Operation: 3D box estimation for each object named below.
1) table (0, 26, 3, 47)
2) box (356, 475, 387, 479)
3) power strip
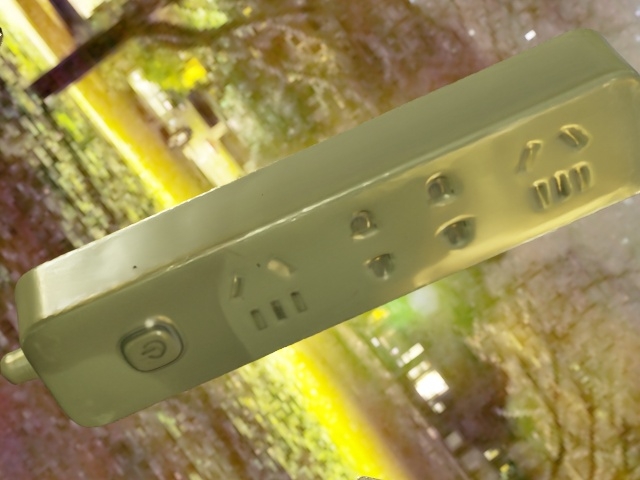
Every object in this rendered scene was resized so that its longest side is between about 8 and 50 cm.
[{"bbox_3d":[-0.207,-0.095,0.320,0.198,0.166,0.166,7,-12,12],"label":"table"},{"bbox_3d":[0.095,0.225,0.565,0.212,0.168,0.095,3,-27,45],"label":"box"},{"bbox_3d":[0.000,0.000,0.624,0.062,0.385,0.091,-115,-179,-53],"label":"power strip"}]
